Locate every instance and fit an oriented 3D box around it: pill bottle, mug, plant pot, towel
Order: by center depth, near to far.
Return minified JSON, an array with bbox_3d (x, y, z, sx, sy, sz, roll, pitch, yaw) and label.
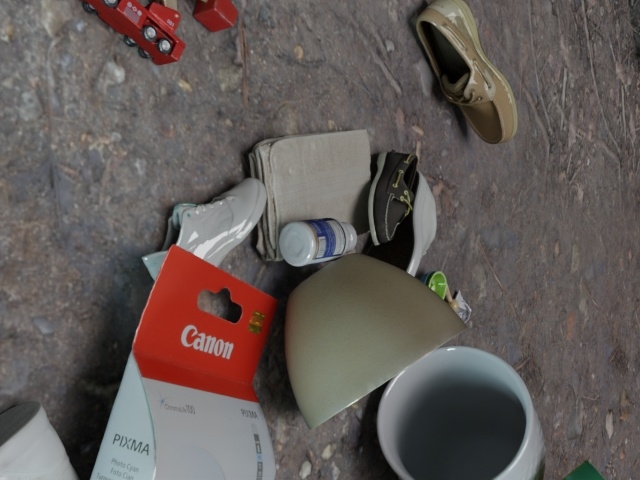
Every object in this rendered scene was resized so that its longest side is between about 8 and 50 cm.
[{"bbox_3d":[0.000,0.000,1.038,0.120,0.067,0.067,-7,97,-50],"label":"pill bottle"},{"bbox_3d":[0.055,0.132,1.064,0.284,0.284,0.191,-18,71,-48],"label":"plant pot"},{"bbox_3d":[-0.006,-0.080,1.118,0.282,0.049,0.187,-16,105,-49],"label":"towel"},{"bbox_3d":[0.256,0.433,1.293,0.374,0.276,0.328,-52,139,-18],"label":"mug"}]

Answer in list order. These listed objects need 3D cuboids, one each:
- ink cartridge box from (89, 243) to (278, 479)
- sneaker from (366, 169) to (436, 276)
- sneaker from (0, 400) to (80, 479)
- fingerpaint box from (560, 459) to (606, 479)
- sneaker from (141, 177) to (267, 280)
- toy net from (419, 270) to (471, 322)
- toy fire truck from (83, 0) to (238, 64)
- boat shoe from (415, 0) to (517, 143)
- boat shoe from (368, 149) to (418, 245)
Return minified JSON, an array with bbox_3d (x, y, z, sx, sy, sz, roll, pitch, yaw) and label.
[{"bbox_3d":[-0.137,0.234,0.879,0.308,0.091,0.385,40,63,-62],"label":"ink cartridge box"},{"bbox_3d":[0.164,0.016,1.266,0.123,0.106,0.290,46,53,-41],"label":"sneaker"},{"bbox_3d":[-0.355,0.319,0.680,0.292,0.108,0.169,-42,119,-41],"label":"sneaker"},{"bbox_3d":[0.397,0.621,1.294,0.371,0.163,0.445,-36,151,-5],"label":"fingerpaint box"},{"bbox_3d":[-0.154,-0.025,0.930,0.094,0.080,0.212,49,56,-25],"label":"sneaker"},{"bbox_3d":[0.262,0.145,1.443,0.232,0.045,0.122,26,72,-47],"label":"toy net"},{"bbox_3d":[-0.201,-0.301,0.877,0.192,0.047,0.135,38,64,-43],"label":"toy fire truck"},{"bbox_3d":[0.290,-0.326,1.409,0.110,0.122,0.341,-49,116,-31],"label":"boat shoe"},{"bbox_3d":[0.128,-0.080,1.200,0.228,0.069,0.081,-76,158,-45],"label":"boat shoe"}]
